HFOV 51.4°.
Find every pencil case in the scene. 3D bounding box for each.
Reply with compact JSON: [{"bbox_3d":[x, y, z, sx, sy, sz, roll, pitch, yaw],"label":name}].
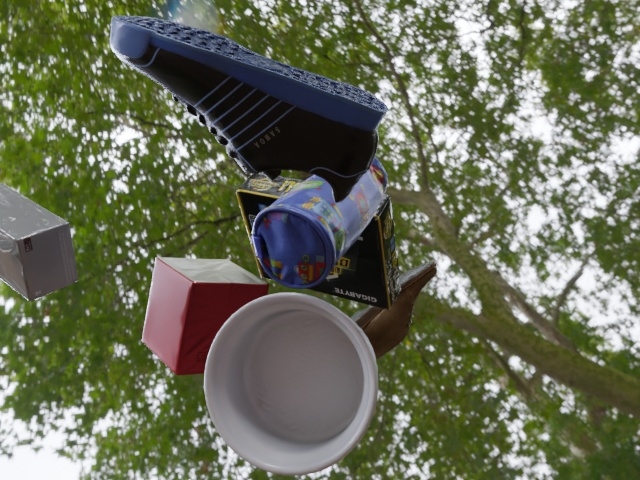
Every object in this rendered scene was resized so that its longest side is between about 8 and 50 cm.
[{"bbox_3d":[0.003,-0.044,0.978,0.133,0.306,0.120,-2,-68,22],"label":"pencil case"}]

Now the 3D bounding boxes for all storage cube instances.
[{"bbox_3d":[-0.242,0.153,1.399,0.183,0.215,0.193,4,-79,-38],"label":"storage cube"}]

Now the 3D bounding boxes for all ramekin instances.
[{"bbox_3d":[-0.036,0.225,1.081,0.277,0.277,0.135,-42,-13,6],"label":"ramekin"}]

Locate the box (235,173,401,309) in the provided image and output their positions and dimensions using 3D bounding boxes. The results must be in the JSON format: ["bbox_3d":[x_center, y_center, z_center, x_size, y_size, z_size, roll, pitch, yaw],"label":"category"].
[{"bbox_3d":[0.000,0.000,1.390,0.079,0.321,0.257,-54,-34,-40],"label":"box"}]

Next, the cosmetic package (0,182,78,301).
[{"bbox_3d":[-0.544,-0.003,1.185,0.107,0.237,0.127,-31,-45,-45],"label":"cosmetic package"}]

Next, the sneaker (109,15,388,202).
[{"bbox_3d":[-0.066,-0.105,0.534,0.232,0.081,0.091,22,-66,3],"label":"sneaker"}]

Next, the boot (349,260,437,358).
[{"bbox_3d":[0.190,0.168,1.634,0.305,0.112,0.115,-40,-88,-17],"label":"boot"}]
